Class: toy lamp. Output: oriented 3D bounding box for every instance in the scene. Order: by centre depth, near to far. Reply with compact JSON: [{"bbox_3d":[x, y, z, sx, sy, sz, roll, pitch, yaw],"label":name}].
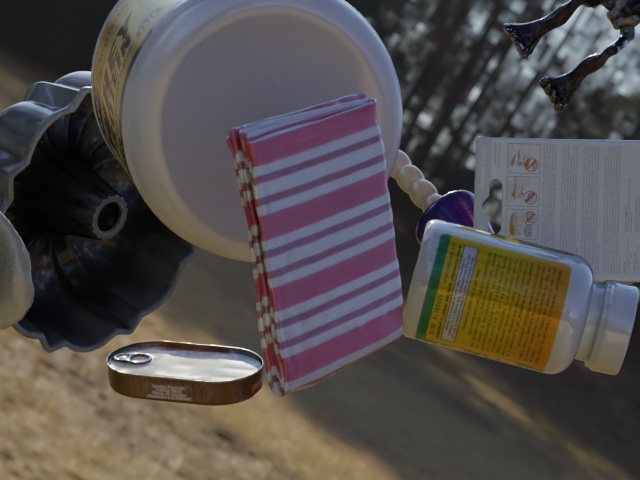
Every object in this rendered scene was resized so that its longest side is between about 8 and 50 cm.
[{"bbox_3d":[0.091,-0.070,1.851,0.275,0.080,0.080,50,13,32],"label":"toy lamp"}]

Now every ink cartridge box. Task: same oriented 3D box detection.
[{"bbox_3d":[0.242,-0.030,1.764,0.179,0.145,0.045,2,0,1],"label":"ink cartridge box"}]

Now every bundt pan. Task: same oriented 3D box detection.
[{"bbox_3d":[-0.277,-0.047,1.977,0.124,0.331,0.331,25,-1,36],"label":"bundt pan"}]

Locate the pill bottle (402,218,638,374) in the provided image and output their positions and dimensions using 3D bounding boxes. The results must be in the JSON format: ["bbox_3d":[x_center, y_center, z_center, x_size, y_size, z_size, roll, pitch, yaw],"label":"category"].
[{"bbox_3d":[0.188,0.060,1.652,0.208,0.118,0.117,14,2,3],"label":"pill bottle"}]

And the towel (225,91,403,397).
[{"bbox_3d":[0.000,0.000,1.267,0.029,0.197,0.144,4,17,42],"label":"towel"}]

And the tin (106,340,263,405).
[{"bbox_3d":[-0.159,0.156,2.048,0.189,0.040,0.106,5,16,17],"label":"tin"}]

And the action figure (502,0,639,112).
[{"bbox_3d":[0.339,-0.247,1.823,0.164,0.275,0.141,57,8,-4],"label":"action figure"}]

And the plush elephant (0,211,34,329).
[{"bbox_3d":[-0.373,0.039,1.354,0.330,0.271,0.255,-98,161,-51],"label":"plush elephant"}]

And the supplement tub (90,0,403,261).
[{"bbox_3d":[-0.075,-0.125,1.496,0.228,0.228,0.316,30,5,-19],"label":"supplement tub"}]
